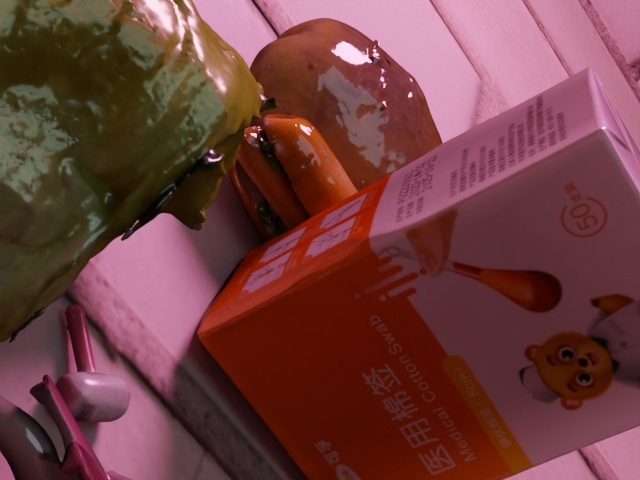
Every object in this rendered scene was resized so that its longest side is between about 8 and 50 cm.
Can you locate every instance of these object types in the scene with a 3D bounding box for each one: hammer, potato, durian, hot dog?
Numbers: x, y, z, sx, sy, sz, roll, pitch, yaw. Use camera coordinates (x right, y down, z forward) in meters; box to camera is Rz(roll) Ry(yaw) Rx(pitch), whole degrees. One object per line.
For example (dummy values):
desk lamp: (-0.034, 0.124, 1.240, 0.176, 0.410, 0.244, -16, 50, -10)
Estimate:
hammer: (-0.153, 0.078, 0.632, 0.052, 0.031, 0.083, 22, 43, -54)
potato: (0.045, -0.093, 0.967, 0.296, 0.141, 0.191, 49, 35, -28)
durian: (-0.185, -0.078, 0.535, 0.340, 0.204, 0.256, 44, 47, -29)
hot dog: (0.000, 0.000, 0.859, 0.249, 0.100, 0.068, 55, 34, -20)

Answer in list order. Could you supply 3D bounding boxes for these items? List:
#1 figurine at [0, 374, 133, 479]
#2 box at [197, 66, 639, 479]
figurine: (-0.127, 0.185, 0.516, 0.260, 0.103, 0.205, 48, 30, -7)
box: (0.108, 0.057, 0.747, 0.225, 0.341, 0.143, 55, 23, -16)
